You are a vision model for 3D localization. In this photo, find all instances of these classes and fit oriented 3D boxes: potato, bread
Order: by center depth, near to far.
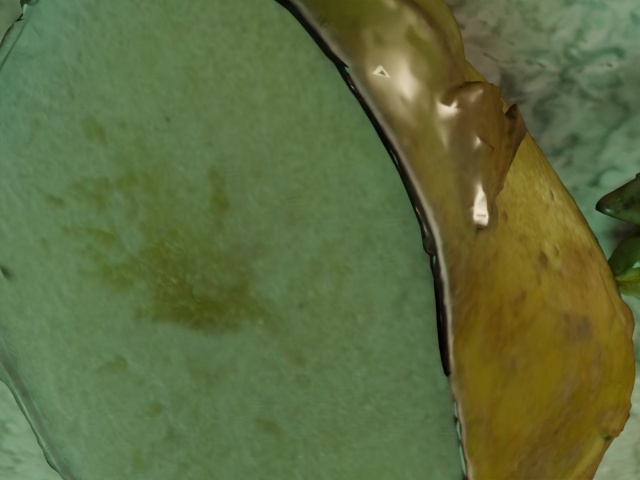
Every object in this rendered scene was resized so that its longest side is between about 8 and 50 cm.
[{"bbox_3d":[0.000,0.000,0.646,0.247,0.196,0.299,2,116,32],"label":"potato"},{"bbox_3d":[0.180,0.016,0.759,0.088,0.033,0.049,16,152,-10],"label":"bread"}]

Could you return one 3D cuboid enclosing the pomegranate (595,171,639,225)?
[{"bbox_3d":[0.218,-0.030,0.627,0.148,0.148,0.169,33,141,-31],"label":"pomegranate"}]
